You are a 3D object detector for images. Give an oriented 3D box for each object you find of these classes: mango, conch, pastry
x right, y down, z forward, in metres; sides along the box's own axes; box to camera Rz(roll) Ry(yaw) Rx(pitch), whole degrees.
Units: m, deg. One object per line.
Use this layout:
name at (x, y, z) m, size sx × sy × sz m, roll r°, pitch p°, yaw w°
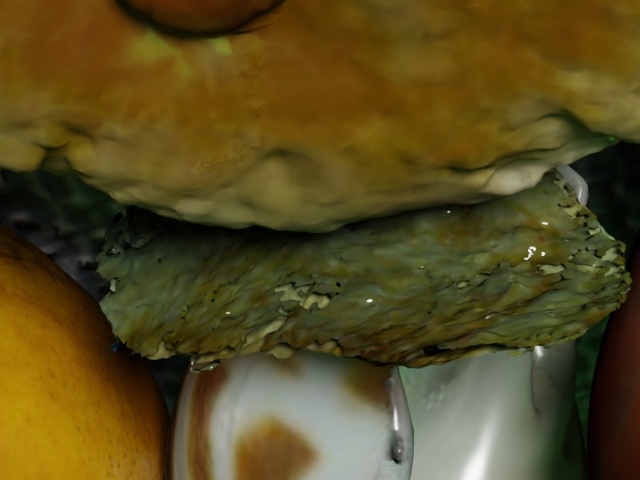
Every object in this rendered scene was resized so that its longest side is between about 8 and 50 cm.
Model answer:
mango at (-0.134, 0.061, 0.583) m, size 0.126 × 0.154 × 0.252 m, roll -23°, pitch 149°, yaw 7°
conch at (0.016, 0.097, 0.608) m, size 0.149 × 0.275 × 0.183 m, roll 12°, pitch -167°, yaw 36°
pastry at (-0.004, -0.128, 0.383) m, size 0.330 × 0.136 × 0.329 m, roll -2°, pitch 142°, yaw -2°

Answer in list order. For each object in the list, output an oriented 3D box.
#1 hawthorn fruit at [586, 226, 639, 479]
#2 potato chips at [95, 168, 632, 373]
hawthorn fruit at (0.226, 0.054, 0.485) m, size 0.308 × 0.324 × 0.308 m, roll 15°, pitch 157°, yaw 6°
potato chips at (0.000, 0.000, 0.498) m, size 0.142 × 0.209 × 0.026 m, roll -25°, pitch 119°, yaw -5°
